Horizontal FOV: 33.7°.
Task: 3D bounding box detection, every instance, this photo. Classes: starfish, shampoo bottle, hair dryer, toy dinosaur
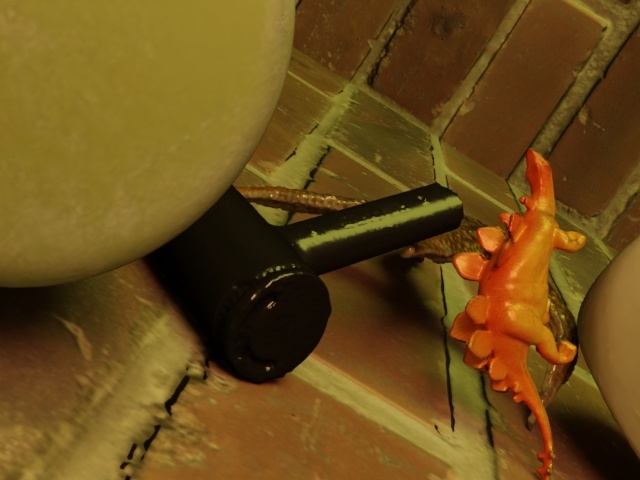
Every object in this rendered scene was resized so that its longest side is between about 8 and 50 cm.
[{"bbox_3d":[0.109,0.025,1.103,0.384,0.132,0.398,14,19,-41],"label":"starfish"},{"bbox_3d":[-0.192,-0.146,0.589,0.322,0.322,0.317,19,14,-43],"label":"shampoo bottle"},{"bbox_3d":[0.000,0.000,0.825,0.251,0.089,0.197,-13,35,-26],"label":"hair dryer"},{"bbox_3d":[0.161,0.057,0.893,0.117,0.288,0.070,13,-13,-29],"label":"toy dinosaur"}]

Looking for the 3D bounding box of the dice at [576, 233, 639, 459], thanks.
[{"bbox_3d":[0.426,0.122,0.968,0.304,0.277,0.304,58,17,26],"label":"dice"}]
